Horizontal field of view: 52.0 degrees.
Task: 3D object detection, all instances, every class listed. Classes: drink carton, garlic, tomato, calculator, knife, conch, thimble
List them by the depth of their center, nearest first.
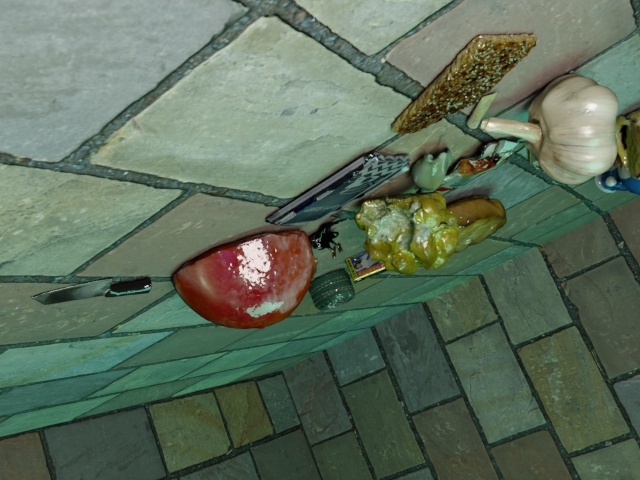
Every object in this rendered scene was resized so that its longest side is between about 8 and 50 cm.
[{"bbox_3d":[0.396,-0.196,1.158,0.226,0.199,0.199,-2,162,-8],"label":"garlic"},{"bbox_3d":[-0.426,0.092,1.239,0.230,0.028,0.060,-7,147,-37],"label":"knife"},{"bbox_3d":[0.036,-0.092,1.254,0.274,0.028,0.166,-30,167,31],"label":"calculator"},{"bbox_3d":[0.225,-0.136,1.297,0.088,0.065,0.180,-22,163,-3],"label":"conch"},{"bbox_3d":[-0.147,0.106,1.392,0.309,0.170,0.309,-23,165,-6],"label":"tomato"},{"bbox_3d":[0.159,0.059,1.866,0.166,0.071,0.056,-22,162,1],"label":"drink carton"},{"bbox_3d":[0.033,0.151,1.968,0.135,0.090,0.118,-31,161,36],"label":"thimble"}]

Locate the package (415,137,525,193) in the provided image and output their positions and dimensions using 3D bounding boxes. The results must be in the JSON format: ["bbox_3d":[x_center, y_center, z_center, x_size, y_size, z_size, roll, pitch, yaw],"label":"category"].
[{"bbox_3d":[0.334,-0.156,1.440,0.166,0.040,0.232,-9,161,-43],"label":"package"}]

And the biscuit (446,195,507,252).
[{"bbox_3d":[0.354,-0.034,1.772,0.296,0.102,0.296,-18,163,-6],"label":"biscuit"}]

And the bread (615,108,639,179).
[{"bbox_3d":[0.807,-0.243,1.557,0.171,0.197,0.197,-15,165,-1],"label":"bread"}]

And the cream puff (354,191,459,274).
[{"bbox_3d":[0.188,-0.016,1.382,0.221,0.194,0.195,2,-174,43],"label":"cream puff"}]

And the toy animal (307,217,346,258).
[{"bbox_3d":[0.000,0.000,1.484,0.108,0.062,0.220,13,147,-36],"label":"toy animal"}]

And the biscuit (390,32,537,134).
[{"bbox_3d":[0.218,-0.235,1.018,0.131,0.026,0.237,-11,160,-33],"label":"biscuit"}]

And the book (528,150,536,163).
[{"bbox_3d":[0.549,-0.245,1.479,0.170,0.018,0.242,-26,165,13],"label":"book"}]

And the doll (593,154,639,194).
[{"bbox_3d":[0.937,-0.212,1.945,0.215,0.161,0.257,-33,-176,-14],"label":"doll"}]

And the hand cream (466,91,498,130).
[{"bbox_3d":[0.281,-0.228,1.152,0.035,0.022,0.102,-19,159,-16],"label":"hand cream"}]
